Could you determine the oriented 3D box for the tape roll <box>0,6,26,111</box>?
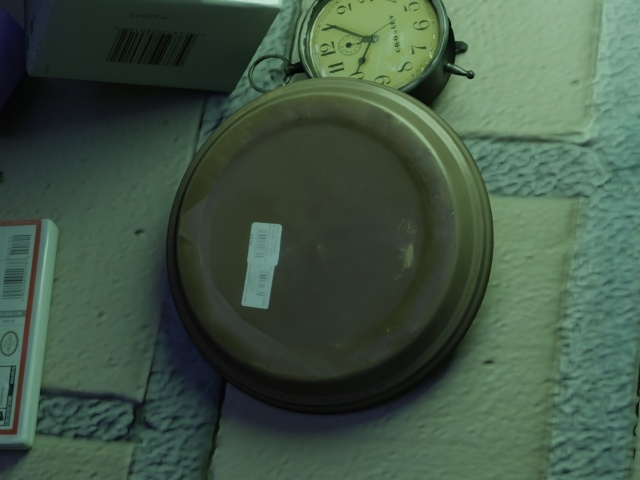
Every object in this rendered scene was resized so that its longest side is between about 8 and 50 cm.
[{"bbox_3d":[-0.352,-0.181,1.375,0.189,0.189,0.080,23,74,22],"label":"tape roll"}]

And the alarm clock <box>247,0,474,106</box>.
[{"bbox_3d":[0.031,-0.159,1.338,0.192,0.064,0.129,-11,65,7],"label":"alarm clock"}]

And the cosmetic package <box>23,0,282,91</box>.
[{"bbox_3d":[-0.161,-0.327,1.373,0.197,0.155,0.365,1,65,-21],"label":"cosmetic package"}]

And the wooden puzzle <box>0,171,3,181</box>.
[{"bbox_3d":[-0.328,-0.053,1.416,0.083,0.006,0.049,23,75,22],"label":"wooden puzzle"}]

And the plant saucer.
[{"bbox_3d":[0.000,0.000,1.258,0.278,0.041,0.278,-2,81,16],"label":"plant saucer"}]

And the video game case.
[{"bbox_3d":[-0.374,0.084,1.359,0.285,0.025,0.204,-2,67,13],"label":"video game case"}]
